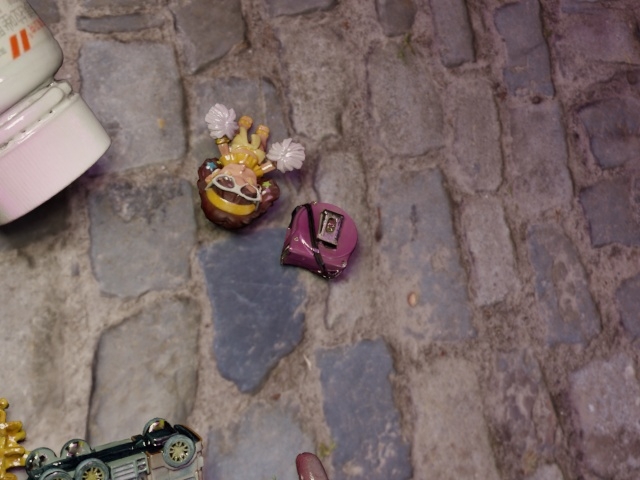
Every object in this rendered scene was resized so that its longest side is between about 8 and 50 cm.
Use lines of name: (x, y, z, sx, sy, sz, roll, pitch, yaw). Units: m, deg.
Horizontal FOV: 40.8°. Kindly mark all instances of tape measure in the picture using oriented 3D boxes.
tape measure: (0.000, 0.000, 1.424, 0.118, 0.074, 0.125, 16, 61, -15)

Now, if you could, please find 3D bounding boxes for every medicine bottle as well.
medicine bottle: (-0.470, -0.206, 1.189, 0.256, 0.256, 0.324, -48, 114, -33)

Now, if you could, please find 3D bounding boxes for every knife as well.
knife: (0.023, 0.433, 1.224, 0.123, 0.053, 0.277, -2, 66, -29)

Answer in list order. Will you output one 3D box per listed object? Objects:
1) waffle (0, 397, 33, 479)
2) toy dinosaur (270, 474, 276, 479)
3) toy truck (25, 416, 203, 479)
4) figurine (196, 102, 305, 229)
waffle: (-0.504, 0.270, 1.094, 0.231, 0.051, 0.229, 44, 57, 5)
toy dinosaur: (-0.070, 0.434, 1.195, 0.106, 0.044, 0.187, 44, 43, -12)
toy truck: (-0.278, 0.332, 1.119, 0.257, 0.108, 0.140, -10, 99, -28)
figurine: (-0.128, -0.123, 1.413, 0.175, 0.116, 0.240, 23, 52, -12)
